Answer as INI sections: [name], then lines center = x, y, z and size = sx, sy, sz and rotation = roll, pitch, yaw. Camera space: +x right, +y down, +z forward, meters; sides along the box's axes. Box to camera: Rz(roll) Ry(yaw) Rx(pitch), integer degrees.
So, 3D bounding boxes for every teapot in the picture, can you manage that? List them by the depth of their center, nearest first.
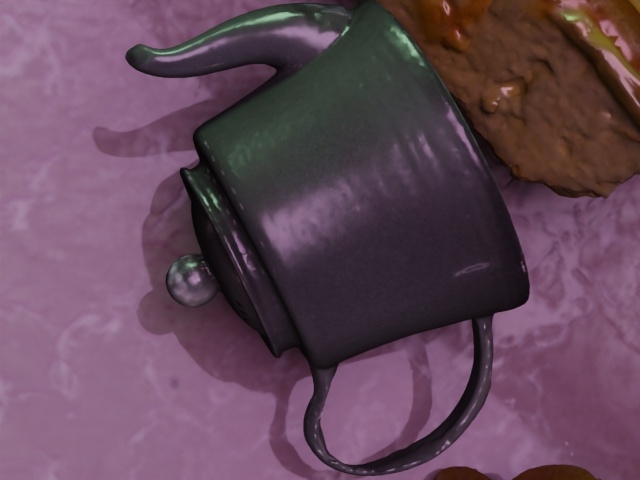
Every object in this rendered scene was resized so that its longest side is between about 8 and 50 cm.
[teapot]
center = 0.000, 0.000, 0.875
size = 0.149, 0.162, 0.239
rotation = -27, 103, -7

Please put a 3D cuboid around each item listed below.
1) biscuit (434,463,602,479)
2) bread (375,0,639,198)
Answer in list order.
[biscuit]
center = 0.089, 0.155, 0.853
size = 0.035, 0.250, 0.162
rotation = 62, 28, -28
[bread]
center = 0.102, -0.163, 0.908
size = 0.274, 0.114, 0.185
rotation = 50, 46, 0
